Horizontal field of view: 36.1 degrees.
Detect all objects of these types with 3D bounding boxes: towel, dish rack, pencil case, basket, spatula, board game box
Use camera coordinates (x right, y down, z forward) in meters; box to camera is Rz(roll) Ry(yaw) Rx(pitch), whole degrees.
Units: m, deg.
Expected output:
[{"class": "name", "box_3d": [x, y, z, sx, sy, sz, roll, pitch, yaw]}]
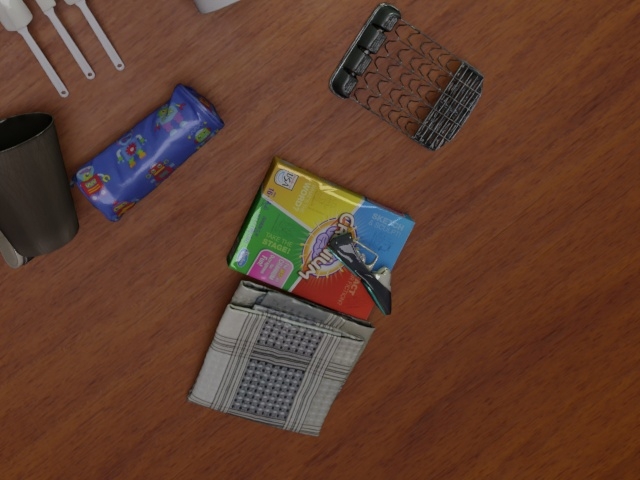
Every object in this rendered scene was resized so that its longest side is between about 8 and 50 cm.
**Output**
[{"class": "towel", "box_3d": [-0.085, 0.258, 2.058, 0.312, 0.056, 0.324, 19, 115, -13]}, {"class": "dish rack", "box_3d": [0.180, -0.314, 1.951, 0.272, 0.074, 0.208, 30, 101, -18]}, {"class": "pencil case", "box_3d": [-0.331, -0.173, 1.889, 0.306, 0.133, 0.119, -40, 150, 5]}, {"class": "basket", "box_3d": [-0.549, -0.096, 1.815, 0.205, 0.154, 0.226, -17, 122, -2]}, {"class": "spatula", "box_3d": [-0.483, -0.388, 1.820, 0.168, 0.019, 0.242, -27, 128, 0]}, {"class": "board game box", "box_3d": [0.000, 0.000, 2.020, 0.317, 0.064, 0.242, 22, 102, -15]}]

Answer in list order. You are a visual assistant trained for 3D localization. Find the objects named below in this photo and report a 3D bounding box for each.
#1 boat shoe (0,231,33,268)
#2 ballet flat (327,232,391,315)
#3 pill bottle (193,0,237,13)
[{"class": "boat shoe", "box_3d": [-0.607, -0.051, 1.923, 0.065, 0.075, 0.206, -28, 109, -46]}, {"class": "ballet flat", "box_3d": [0.099, 0.063, 1.984, 0.074, 0.074, 0.203, -39, 106, 4]}, {"class": "pill bottle", "box_3d": [-0.215, -0.600, 1.730, 0.204, 0.204, 0.361, -26, 109, -1]}]
